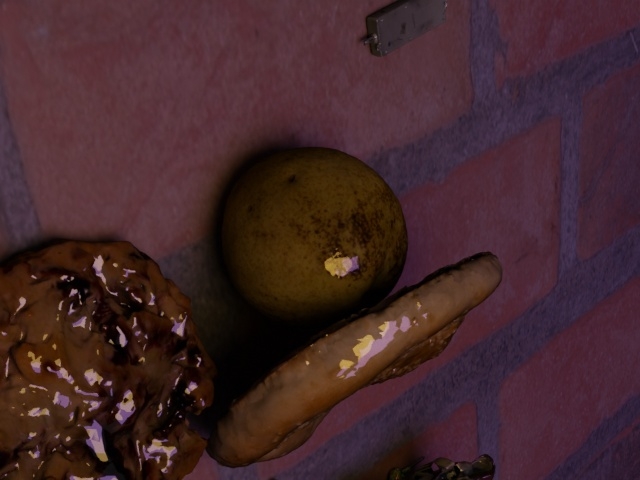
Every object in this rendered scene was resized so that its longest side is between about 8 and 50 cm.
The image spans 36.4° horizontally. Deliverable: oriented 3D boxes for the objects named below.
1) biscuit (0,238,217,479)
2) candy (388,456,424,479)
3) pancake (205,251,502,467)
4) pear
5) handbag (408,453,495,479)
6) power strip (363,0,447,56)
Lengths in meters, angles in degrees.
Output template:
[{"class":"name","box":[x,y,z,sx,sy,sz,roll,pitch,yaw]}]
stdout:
[{"class":"biscuit","box":[-0.220,0.149,0.861,0.334,0.081,0.289,-44,111,-40]},{"class":"candy","box":[0.126,0.330,1.402,0.083,0.023,0.025,-16,79,-50]},{"class":"pancake","box":[0.041,0.132,1.051,0.387,0.082,0.387,-33,172,-6]},{"class":"pear","box":[0.000,0.000,1.015,0.197,0.197,0.197,-20,120,-38]},{"class":"handbag","box":[0.132,0.403,1.351,0.213,0.127,0.235,-17,143,-24]},{"class":"power strip","box":[0.096,-0.253,1.123,0.136,0.019,0.051,-35,130,-30]}]
